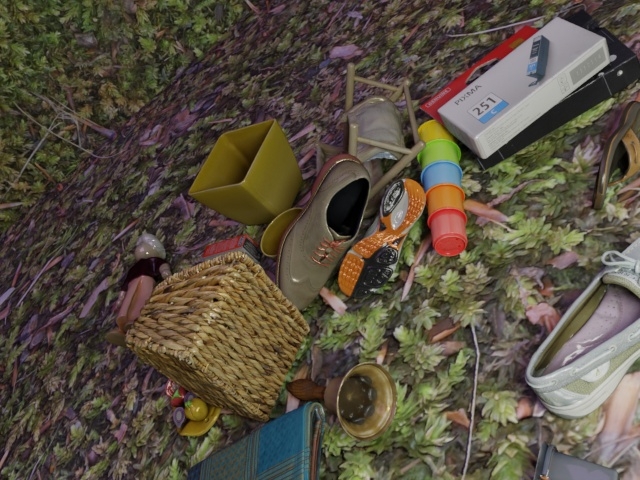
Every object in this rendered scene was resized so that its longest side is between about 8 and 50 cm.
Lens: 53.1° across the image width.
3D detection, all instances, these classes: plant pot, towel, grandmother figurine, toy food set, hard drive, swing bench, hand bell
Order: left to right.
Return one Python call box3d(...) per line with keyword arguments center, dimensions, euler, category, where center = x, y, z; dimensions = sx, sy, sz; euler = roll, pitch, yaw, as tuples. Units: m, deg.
box3d(center=(-0.490, 0.116, 1.757), dimensions=(0.207, 0.104, 0.343), euler=(-20, 44, 17), category="grandmother figurine")
box3d(center=(-0.288, 0.320, 1.372), dimensions=(0.128, 0.071, 0.218), euler=(-42, 35, 3), category="toy food set")
box3d(center=(-0.127, 0.446, 1.056), dimensions=(0.370, 0.040, 0.272), euler=(-38, 33, 34), category="towel")
box3d(center=(-0.169, -0.153, 1.635), dimensions=(0.212, 0.187, 0.212), euler=(-7, 50, 41), category="plant pot")
box3d(center=(-0.054, 0.008, 1.439), dimensions=(0.134, 0.095, 0.134), euler=(-25, 40, 23), category="plant pot")
box3d(center=(0.010, 0.268, 1.129), dimensions=(0.242, 0.126, 0.126), euler=(-8, 48, 55), category="hand bell")
box3d(center=(0.096, -0.210, 1.431), dimensions=(0.253, 0.165, 0.255), euler=(-91, 19, -44), category="swing bench")
box3d(center=(0.437, -0.308, 1.306), dimensions=(0.338, 0.064, 0.237), euler=(-31, 37, 16), category="hard drive")

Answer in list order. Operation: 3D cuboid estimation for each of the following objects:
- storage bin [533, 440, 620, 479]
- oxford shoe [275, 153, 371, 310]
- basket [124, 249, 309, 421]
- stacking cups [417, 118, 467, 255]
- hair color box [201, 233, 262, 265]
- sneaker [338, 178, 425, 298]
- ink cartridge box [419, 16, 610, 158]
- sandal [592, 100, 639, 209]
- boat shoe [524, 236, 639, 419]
box3d(center=(0.308, 0.324, 0.777), dimensions=(0.091, 0.098, 0.135), euler=(3, 55, 33), category="storage bin")
box3d(center=(0.000, 0.000, 1.278), dimensions=(0.130, 0.122, 0.349), euler=(-122, 50, -65), category="oxford shoe")
box3d(center=(-0.196, 0.174, 1.223), dimensions=(0.213, 0.299, 0.223), euler=(6, 59, 35), category="basket")
box3d(center=(0.237, -0.106, 1.278), dimensions=(0.096, 0.096, 0.316), euler=(-21, 43, 29), category="stacking cups")
box3d(center=(-0.219, 0.035, 1.594), dimensions=(0.141, 0.072, 0.043), euler=(-14, 45, 34), category="hair color box")
box3d(center=(0.128, 0.000, 1.290), dimensions=(0.263, 0.099, 0.121), euler=(-57, -5, 7), category="sneaker")
box3d(center=(0.360, -0.323, 1.262), dimensions=(0.296, 0.066, 0.261), euler=(-38, 40, 3), category="ink cartridge box")
box3d(center=(0.511, -0.143, 1.071), dimensions=(0.060, 0.090, 0.219), euler=(22, 62, 29), category="sandal")
box3d(center=(0.407, 0.100, 0.888), dimensions=(0.320, 0.103, 0.118), euler=(-47, 36, -4), category="boat shoe")
